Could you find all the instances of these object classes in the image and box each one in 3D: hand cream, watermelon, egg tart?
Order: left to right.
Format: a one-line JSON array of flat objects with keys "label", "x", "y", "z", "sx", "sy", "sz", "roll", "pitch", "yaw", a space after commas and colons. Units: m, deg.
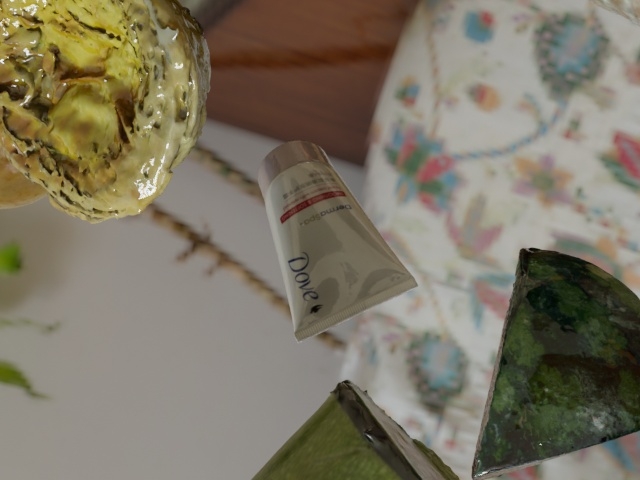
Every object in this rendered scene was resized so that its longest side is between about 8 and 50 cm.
[{"label": "egg tart", "x": -0.165, "y": -0.131, "z": 1.415, "sx": 0.252, "sy": 0.098, "sz": 0.232, "roll": -1, "pitch": 98, "yaw": 44}, {"label": "hand cream", "x": 0.000, "y": 0.000, "z": 1.953, "sx": 0.133, "sy": 0.083, "sz": 0.248, "roll": -28, "pitch": 42, "yaw": 1}, {"label": "watermelon", "x": 0.151, "y": 0.100, "z": 1.428, "sx": 0.202, "sy": 0.136, "sz": 0.207, "roll": -40, "pitch": 46, "yaw": 25}]

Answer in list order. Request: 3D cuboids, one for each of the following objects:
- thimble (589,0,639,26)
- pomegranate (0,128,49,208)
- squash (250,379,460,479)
[{"label": "thimble", "x": 0.297, "y": -0.263, "z": 1.424, "sx": 0.148, "sy": 0.196, "sz": 0.229, "roll": 32, "pitch": 105, "yaw": 31}, {"label": "pomegranate", "x": -0.369, "y": -0.177, "z": 2.035, "sx": 0.307, "sy": 0.307, "sz": 0.307, "roll": -50, "pitch": 31, "yaw": 46}, {"label": "squash", "x": -0.018, "y": 0.336, "z": 1.544, "sx": 0.384, "sy": 0.263, "sz": 0.263, "roll": -47, "pitch": 24, "yaw": 3}]
